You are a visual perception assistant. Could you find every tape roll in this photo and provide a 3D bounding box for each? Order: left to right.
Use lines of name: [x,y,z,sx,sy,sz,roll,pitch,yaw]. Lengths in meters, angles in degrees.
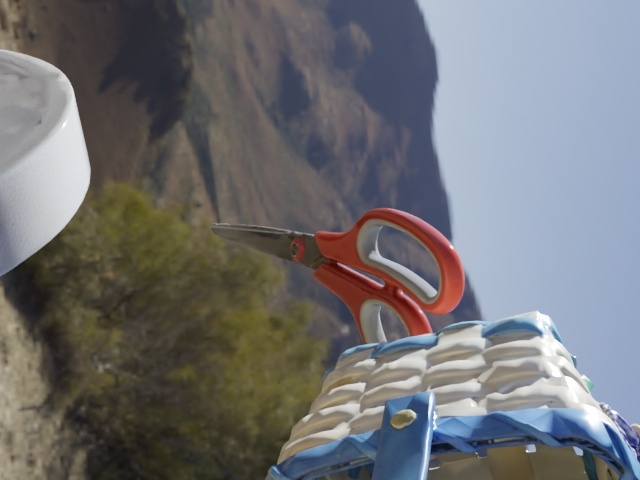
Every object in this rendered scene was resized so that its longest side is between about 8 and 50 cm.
tape roll: [-0.372,-0.045,0.859,0.392,0.392,0.072,-95,178,-60]

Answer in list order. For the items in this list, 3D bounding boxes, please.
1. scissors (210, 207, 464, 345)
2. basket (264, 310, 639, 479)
scissors: [0.000,0.000,0.802,0.297,0.021,0.109,36,-56,50]
basket: [0.076,0.182,0.550,0.289,0.201,0.255,-72,145,-55]
